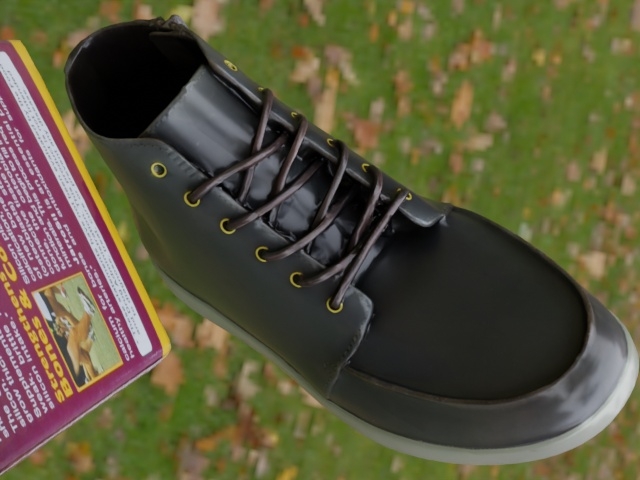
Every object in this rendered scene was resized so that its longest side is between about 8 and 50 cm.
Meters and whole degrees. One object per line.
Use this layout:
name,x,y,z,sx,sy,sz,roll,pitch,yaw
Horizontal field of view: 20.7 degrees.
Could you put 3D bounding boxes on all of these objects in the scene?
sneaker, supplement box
sneaker,0.000,0.000,0.610,0.083,0.222,0.118,-55,142,-19
supplement box,-0.113,0.014,0.419,0.104,0.081,0.188,63,12,-1
